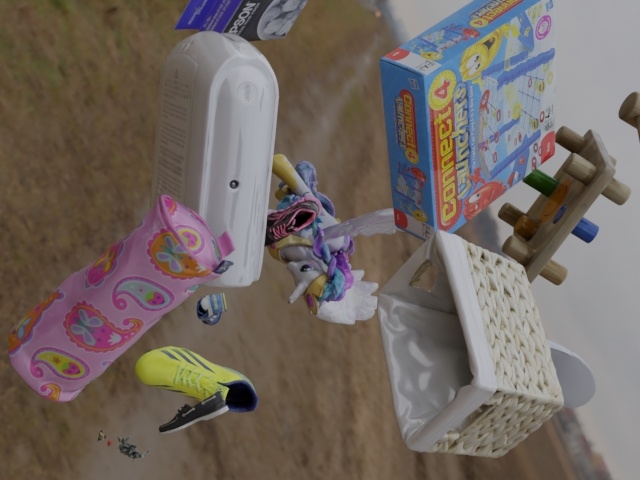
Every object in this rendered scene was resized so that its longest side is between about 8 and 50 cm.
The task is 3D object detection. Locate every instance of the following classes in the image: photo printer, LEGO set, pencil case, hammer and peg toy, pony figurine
[{"bbox_3d":[-0.143,-0.116,1.468,0.256,0.107,0.307,-152,-114,-64],"label":"photo printer"},{"bbox_3d":[-0.310,0.323,1.757,0.054,0.083,0.023,87,16,-47],"label":"LEGO set"},{"bbox_3d":[-0.235,0.069,1.326,0.124,0.284,0.124,47,14,-16],"label":"pencil case"},{"bbox_3d":[0.461,-0.107,2.022,0.127,0.361,0.266,32,22,-6],"label":"hammer and peg toy"},{"bbox_3d":[0.000,0.000,2.094,0.351,0.302,0.363,-3,43,-43],"label":"pony figurine"}]

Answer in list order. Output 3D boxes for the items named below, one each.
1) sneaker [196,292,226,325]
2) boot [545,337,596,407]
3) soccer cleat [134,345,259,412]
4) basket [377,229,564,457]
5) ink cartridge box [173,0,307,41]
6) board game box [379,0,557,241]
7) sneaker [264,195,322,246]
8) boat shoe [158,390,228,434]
[{"bbox_3d":[-0.249,0.151,2.485,0.144,0.059,0.053,127,-49,-62],"label":"sneaker"},{"bbox_3d":[0.306,0.159,1.738,0.258,0.095,0.123,31,18,-20],"label":"boot"},{"bbox_3d":[-0.250,0.293,2.355,0.289,0.093,0.121,22,5,-37],"label":"soccer cleat"},{"bbox_3d":[0.128,0.094,0.983,0.103,0.113,0.167,15,45,-27],"label":"basket"},{"bbox_3d":[-0.091,-0.378,1.683,0.208,0.206,0.045,-15,64,-43],"label":"ink cartridge box"},{"bbox_3d":[0.233,-0.197,1.716,0.086,0.302,0.308,29,-38,37],"label":"board game box"},{"bbox_3d":[-0.052,-0.024,1.703,0.047,0.119,0.057,55,11,-19],"label":"sneaker"},{"bbox_3d":[-0.213,0.285,1.862,0.038,0.125,0.046,67,14,1],"label":"boat shoe"}]
